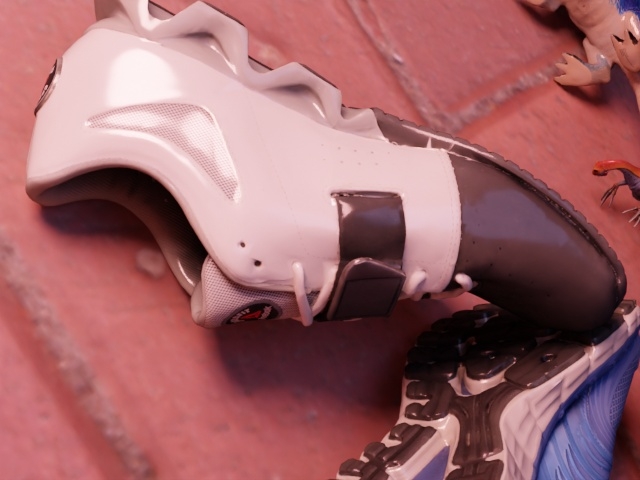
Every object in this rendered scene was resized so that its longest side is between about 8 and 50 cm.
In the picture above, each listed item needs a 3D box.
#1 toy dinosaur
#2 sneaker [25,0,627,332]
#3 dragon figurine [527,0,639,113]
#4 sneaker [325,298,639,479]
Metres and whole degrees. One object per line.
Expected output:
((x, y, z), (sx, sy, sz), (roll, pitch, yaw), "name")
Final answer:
((0.244, -0.047, 0.829), (0.090, 0.047, 0.082), (-53, 130, -19), "toy dinosaur")
((0.000, 0.000, 0.576), (0.331, 0.122, 0.146), (25, 69, -4), "sneaker")
((0.246, -0.189, 0.877), (0.144, 0.085, 0.289), (-32, 90, -41), "dragon figurine")
((0.105, 0.141, 0.616), (0.330, 0.130, 0.147), (-41, 119, -46), "sneaker")
